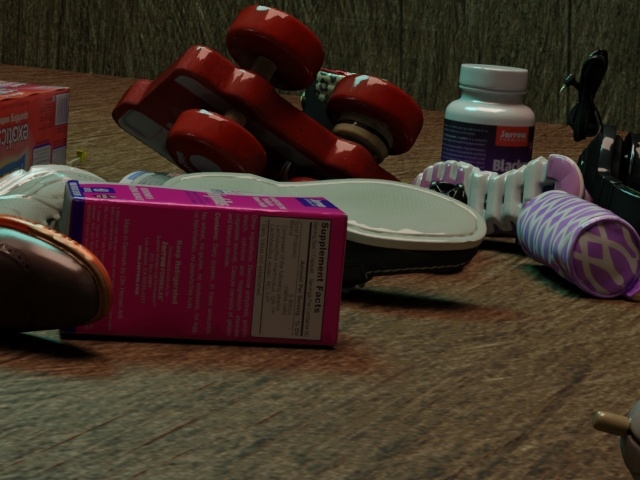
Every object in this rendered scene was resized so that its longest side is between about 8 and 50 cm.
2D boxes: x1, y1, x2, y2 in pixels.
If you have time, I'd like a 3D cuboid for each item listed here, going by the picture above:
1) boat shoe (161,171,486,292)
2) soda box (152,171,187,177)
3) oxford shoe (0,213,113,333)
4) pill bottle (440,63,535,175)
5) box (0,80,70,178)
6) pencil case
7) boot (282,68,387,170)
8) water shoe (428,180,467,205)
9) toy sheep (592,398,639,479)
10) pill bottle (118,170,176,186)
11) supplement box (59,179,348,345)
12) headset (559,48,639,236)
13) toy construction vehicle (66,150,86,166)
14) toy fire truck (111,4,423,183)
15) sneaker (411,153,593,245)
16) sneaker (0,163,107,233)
[{"bbox_3d":[0.000,0.000,1.685,0.302,0.091,0.114,8,29,7],"label":"boat shoe"},{"bbox_3d":[-0.105,-0.043,2.035,0.168,0.053,0.060,2,9,-11],"label":"soda box"},{"bbox_3d":[-0.286,0.039,1.366,0.271,0.097,0.098,4,28,22],"label":"oxford shoe"},{"bbox_3d":[0.197,-0.108,2.147,0.108,0.194,0.108,4,9,-1],"label":"pill bottle"},{"bbox_3d":[-0.363,-0.075,1.792,0.142,0.154,0.300,6,10,11],"label":"box"},{"bbox_3d":[0.262,0.004,1.846,0.086,0.088,0.206,-33,12,-1],"label":"pencil case"},{"bbox_3d":[-0.023,-0.114,2.119,0.236,0.179,0.085,11,11,32],"label":"boot"},{"bbox_3d":[0.120,-0.021,1.917,0.072,0.080,0.203,5,9,4],"label":"water shoe"},{"bbox_3d":[0.219,0.121,1.047,0.132,0.091,0.091,22,5,-13],"label":"toy sheep"},{"bbox_3d":[-0.138,-0.022,1.801,0.137,0.078,0.078,12,12,42],"label":"pill bottle"},{"bbox_3d":[-0.097,0.018,1.460,0.220,0.114,0.111,5,8,-12],"label":"supplement box"},{"bbox_3d":[0.419,-0.101,2.246,0.243,0.185,0.394,1,21,-25],"label":"headset"},{"bbox_3d":[-0.374,-0.112,2.428,0.086,0.035,0.098,-2,0,42],"label":"toy construction vehicle"},{"bbox_3d":[-0.051,-0.090,1.885,0.302,0.169,0.254,33,-22,-15],"label":"toy fire truck"},{"bbox_3d":[0.206,-0.035,2.050,0.236,0.095,0.104,-2,-19,35],"label":"sneaker"},{"bbox_3d":[-0.271,0.001,1.589,0.262,0.099,0.121,-12,25,-37],"label":"sneaker"}]
